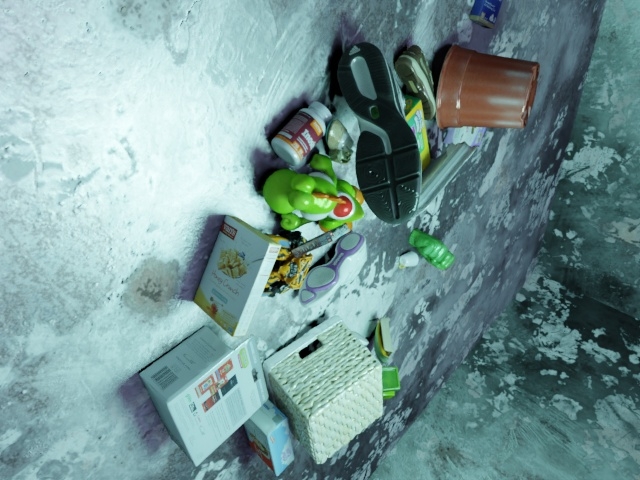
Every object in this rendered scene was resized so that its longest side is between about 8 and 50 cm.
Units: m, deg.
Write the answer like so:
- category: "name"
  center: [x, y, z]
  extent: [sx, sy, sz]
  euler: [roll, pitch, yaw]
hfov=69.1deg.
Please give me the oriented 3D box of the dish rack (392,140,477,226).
- category: "dish rack"
  center: [0.367, -0.203, 1.603]
  extent: [0.333, 0.072, 0.285]
  euler: [-49, -175, -16]

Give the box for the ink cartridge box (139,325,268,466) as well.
- category: "ink cartridge box"
  center: [-0.295, 0.399, 1.253]
  extent: [0.271, 0.130, 0.310]
  euler: [-35, 138, -34]

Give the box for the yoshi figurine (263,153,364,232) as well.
- category: "yoshi figurine"
  center: [-0.025, -0.116, 1.233]
  extent: [0.202, 0.204, 0.362]
  euler: [-27, 166, 18]

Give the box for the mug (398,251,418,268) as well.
- category: "mug"
  center: [0.357, 0.087, 1.906]
  extent: [0.064, 0.062, 0.078]
  euler: [-10, 116, -38]

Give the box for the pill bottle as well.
- category: "pill bottle"
  center: [-0.042, -0.264, 1.133]
  extent: [0.152, 0.086, 0.086]
  euler: [-51, 144, -13]

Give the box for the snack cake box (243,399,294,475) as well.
- category: "snack cake box"
  center: [-0.177, 0.647, 1.557]
  extent: [0.089, 0.152, 0.265]
  euler: [-34, 138, -33]

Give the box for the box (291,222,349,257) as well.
- category: "box"
  center: [0.000, 0.000, 1.229]
  extent: [0.094, 0.136, 0.027]
  euler: [-32, 95, -54]

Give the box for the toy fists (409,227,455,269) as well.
- category: "toy fists"
  center: [0.473, 0.048, 1.949]
  extent: [0.096, 0.142, 0.279]
  euler: [-58, 145, -3]

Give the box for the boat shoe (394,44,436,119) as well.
- category: "boat shoe"
  center: [0.311, -0.480, 1.417]
  extent: [0.095, 0.095, 0.257]
  euler: [-58, 145, -13]

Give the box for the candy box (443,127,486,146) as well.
- category: "candy box"
  center: [0.567, -0.445, 1.777]
  extent: [0.196, 0.070, 0.165]
  euler: [-14, 125, -47]

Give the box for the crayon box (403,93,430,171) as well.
- category: "crayon box"
  center: [0.262, -0.302, 1.488]
  extent: [0.165, 0.081, 0.279]
  euler: [-49, 144, -16]

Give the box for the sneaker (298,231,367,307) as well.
- category: "sneaker"
  center: [0.057, 0.118, 1.502]
  extent: [0.305, 0.114, 0.152]
  euler: [-45, 141, -21]

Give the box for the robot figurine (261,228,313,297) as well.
- category: "robot figurine"
  center: [-0.129, 0.070, 1.264]
  extent: [0.290, 0.085, 0.211]
  euler: [8, 108, -53]

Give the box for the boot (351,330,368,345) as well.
- category: "boot"
  center: [0.112, 0.409, 1.833]
  extent: [0.190, 0.069, 0.086]
  euler: [26, 101, -47]

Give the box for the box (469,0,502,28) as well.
- category: "box"
  center: [0.572, -0.835, 1.537]
  extent: [0.136, 0.036, 0.226]
  euler: [-11, 121, -48]

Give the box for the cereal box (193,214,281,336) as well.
- category: "cereal box"
  center: [-0.203, 0.081, 1.104]
  extent: [0.047, 0.172, 0.241]
  euler: [9, 106, -52]

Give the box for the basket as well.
- category: "basket"
  center: [0.020, 0.500, 1.573]
  extent: [0.328, 0.266, 0.332]
  euler: [-29, 134, -25]

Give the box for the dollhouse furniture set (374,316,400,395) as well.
- category: "dollhouse furniture set"
  center: [0.211, 0.478, 1.889]
  extent: [0.151, 0.302, 0.198]
  euler: [-1, 152, -5]

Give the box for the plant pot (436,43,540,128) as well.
- category: "plant pot"
  center: [0.545, -0.481, 1.503]
  extent: [0.272, 0.264, 0.273]
  euler: [-40, 138, -50]

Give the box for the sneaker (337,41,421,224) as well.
- category: "sneaker"
  center: [0.193, -0.272, 1.223]
  extent: [0.257, 0.168, 0.449]
  euler: [-15, 92, -63]

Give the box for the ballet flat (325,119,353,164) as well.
- category: "ballet flat"
  center: [0.057, -0.253, 1.213]
  extent: [0.073, 0.067, 0.206]
  euler: [-62, 171, -3]
